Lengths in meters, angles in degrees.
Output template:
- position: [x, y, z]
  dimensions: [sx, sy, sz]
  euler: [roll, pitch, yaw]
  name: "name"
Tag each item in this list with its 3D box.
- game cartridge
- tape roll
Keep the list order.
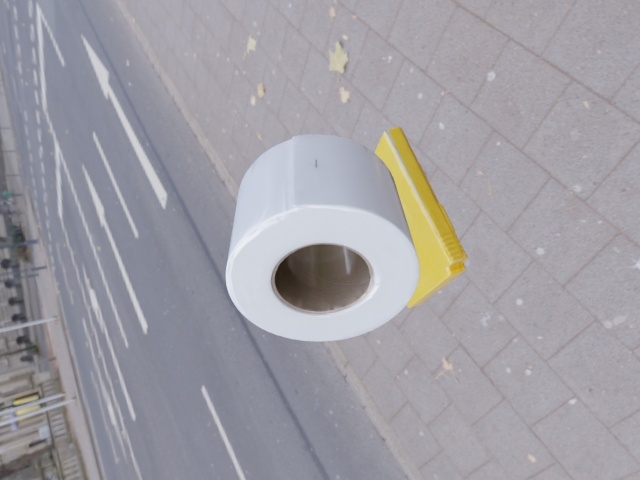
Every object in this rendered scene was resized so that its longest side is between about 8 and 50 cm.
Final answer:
- position: [0.188, -0.037, 0.994]
  dimensions: [0.285, 0.053, 0.323]
  euler: [110, 139, -66]
  name: "game cartridge"
- position: [0.000, 0.000, 0.626]
  dimensions: [0.169, 0.246, 0.246]
  euler: [-94, 20, -50]
  name: "tape roll"
